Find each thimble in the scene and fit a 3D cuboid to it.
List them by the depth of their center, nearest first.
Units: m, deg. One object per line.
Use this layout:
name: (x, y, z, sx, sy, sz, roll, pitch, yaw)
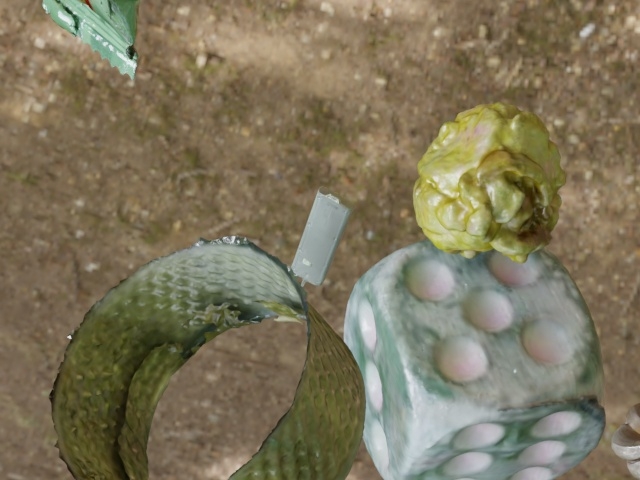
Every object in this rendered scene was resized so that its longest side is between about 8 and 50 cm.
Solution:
thimble: (-0.098, 0.145, 1.046, 0.271, 0.270, 0.150, -6, 147, 26)

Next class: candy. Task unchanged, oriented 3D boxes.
candy: (-0.342, -0.471, 1.769, 0.172, 0.263, 0.398, -17, 142, -33)

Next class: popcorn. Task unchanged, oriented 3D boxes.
popcorn: (0.250, -0.071, 1.615, 0.259, 0.259, 0.212, -19, 139, 40)

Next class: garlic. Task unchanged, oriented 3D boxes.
garlic: (0.501, 0.285, 1.671, 0.131, 0.194, 0.127, 16, 109, -1)

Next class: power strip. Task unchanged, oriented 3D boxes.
power strip: (0.000, 0.000, 1.780, 0.060, 0.027, 0.252, 30, 143, 7)

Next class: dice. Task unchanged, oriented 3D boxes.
dice: (0.238, 0.209, 1.782, 0.330, 0.348, 0.328, -10, 145, -15)
